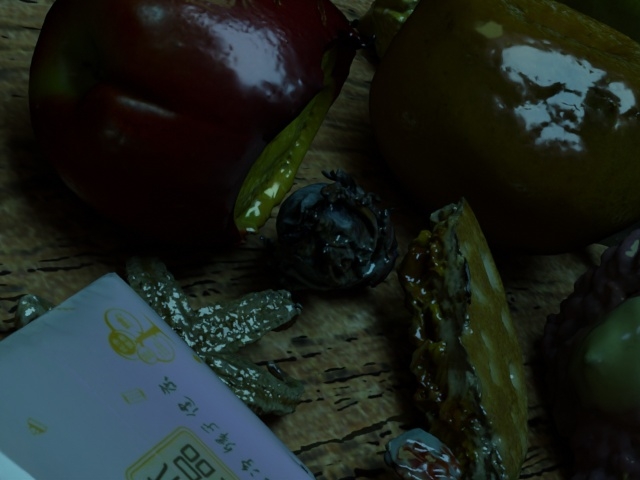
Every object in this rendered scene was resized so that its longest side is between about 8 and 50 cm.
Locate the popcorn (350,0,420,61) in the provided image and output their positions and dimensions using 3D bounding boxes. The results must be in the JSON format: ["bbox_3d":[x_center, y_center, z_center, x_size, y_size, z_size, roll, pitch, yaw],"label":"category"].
[{"bbox_3d":[0.061,-0.185,1.483,0.084,0.084,0.084,30,32,-21],"label":"popcorn"}]

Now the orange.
[{"bbox_3d":[0.149,-0.086,1.348,0.249,0.183,0.249,20,22,-9],"label":"orange"}]

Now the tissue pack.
[{"bbox_3d":[-0.089,0.150,0.820,0.225,0.124,0.185,45,32,5],"label":"tissue pack"}]

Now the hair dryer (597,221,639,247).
[{"bbox_3d":[0.306,0.025,1.425,0.075,0.206,0.237,-15,87,-49],"label":"hair dryer"}]

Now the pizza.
[{"bbox_3d":[0.097,0.076,1.189,0.127,0.058,0.246,41,33,-55],"label":"pizza"}]

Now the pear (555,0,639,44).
[{"bbox_3d":[0.317,-0.270,1.752,0.269,0.212,0.212,4,47,-54],"label":"pear"}]

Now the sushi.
[{"bbox_3d":[0.278,0.117,1.249,0.236,0.171,0.270,27,38,-26],"label":"sushi"}]

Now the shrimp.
[{"bbox_3d":[0.000,0.000,1.132,0.079,0.090,0.233,43,8,9],"label":"shrimp"}]

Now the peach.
[{"bbox_3d":[-0.063,-0.087,1.093,0.226,0.196,0.190,11,76,-40],"label":"peach"}]

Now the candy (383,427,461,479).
[{"bbox_3d":[0.121,0.233,1.026,0.086,0.059,0.292,11,43,-48],"label":"candy"}]

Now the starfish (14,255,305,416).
[{"bbox_3d":[-0.085,0.059,1.012,0.209,0.053,0.150,16,35,-36],"label":"starfish"}]
